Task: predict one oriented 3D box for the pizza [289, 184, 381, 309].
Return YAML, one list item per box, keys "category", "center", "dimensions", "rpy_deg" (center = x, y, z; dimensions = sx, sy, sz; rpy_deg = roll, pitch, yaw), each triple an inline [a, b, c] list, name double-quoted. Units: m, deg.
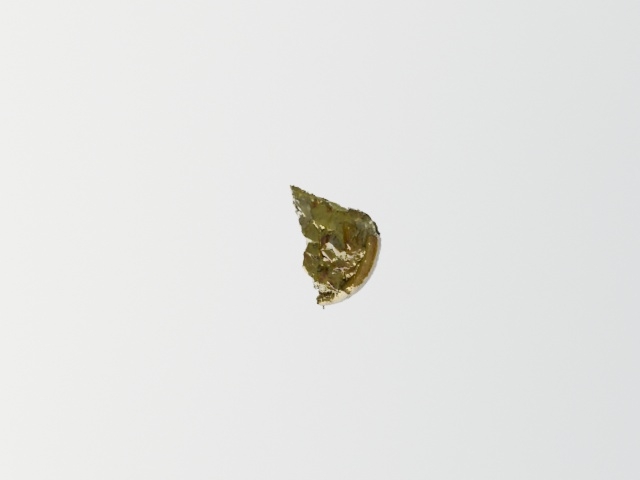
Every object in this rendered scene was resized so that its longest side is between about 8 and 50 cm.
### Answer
- category: "pizza"
  center: [0.000, 0.000, 1.225]
  dimensions: [0.108, 0.026, 0.123]
  rpy_deg: [51, -39, 13]
